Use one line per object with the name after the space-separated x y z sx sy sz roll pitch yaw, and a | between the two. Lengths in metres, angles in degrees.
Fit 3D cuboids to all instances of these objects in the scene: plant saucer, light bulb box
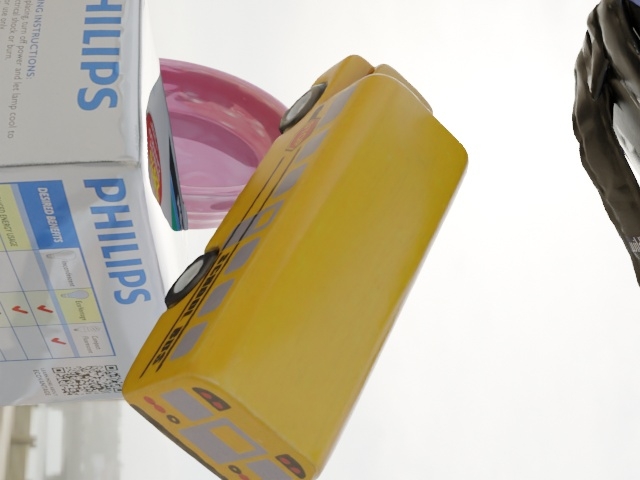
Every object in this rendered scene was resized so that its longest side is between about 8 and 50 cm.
-0.181 -0.117 1.264 0.332 0.332 0.084 -106 -153 -52 | plant saucer
-0.308 -0.028 0.884 0.357 0.361 0.225 91 -5 -54 | light bulb box

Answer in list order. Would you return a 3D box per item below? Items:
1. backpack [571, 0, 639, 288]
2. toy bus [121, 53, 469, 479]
0.320 -0.095 0.764 0.263 0.213 0.276 53 -9 9 | backpack
0.000 0.000 0.685 0.130 0.108 0.332 -27 -154 49 | toy bus
